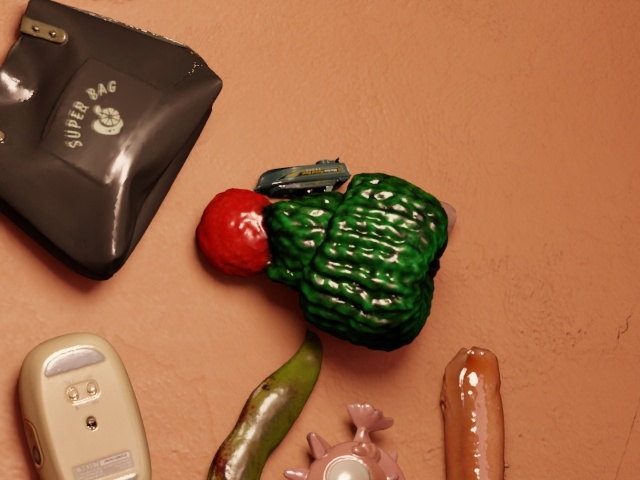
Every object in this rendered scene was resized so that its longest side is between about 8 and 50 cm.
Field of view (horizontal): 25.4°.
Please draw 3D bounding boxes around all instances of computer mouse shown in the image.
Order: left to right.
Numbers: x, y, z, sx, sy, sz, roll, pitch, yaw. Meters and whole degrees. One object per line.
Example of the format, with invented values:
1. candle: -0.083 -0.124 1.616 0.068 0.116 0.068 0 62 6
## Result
1. computer mouse: -0.298 0.234 1.788 0.145 0.082 0.236 -17 88 -27

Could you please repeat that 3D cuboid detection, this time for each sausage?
1. sausage: 0.211 0.358 1.986 0.094 0.094 0.419 12 74 -37

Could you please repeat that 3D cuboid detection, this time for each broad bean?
1. broad bean: -0.084 0.259 1.890 0.077 0.061 0.339 39 67 -20

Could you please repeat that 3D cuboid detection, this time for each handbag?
1. handbag: -0.313 -0.154 1.839 0.288 0.152 0.342 29 68 -3

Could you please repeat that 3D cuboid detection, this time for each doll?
1. doll: 0.047 0.349 1.911 0.211 0.093 0.262 18 75 -13

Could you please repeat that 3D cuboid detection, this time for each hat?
1. hat: 0.000 0.000 1.905 0.332 0.274 0.242 16 73 7

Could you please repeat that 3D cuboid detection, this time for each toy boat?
1. toy boat: -0.030 -0.081 1.990 0.141 0.055 0.060 -7 75 -26

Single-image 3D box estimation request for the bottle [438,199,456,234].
1. bottle: 0.126 -0.047 2.054 0.140 0.053 0.053 19 72 -19
